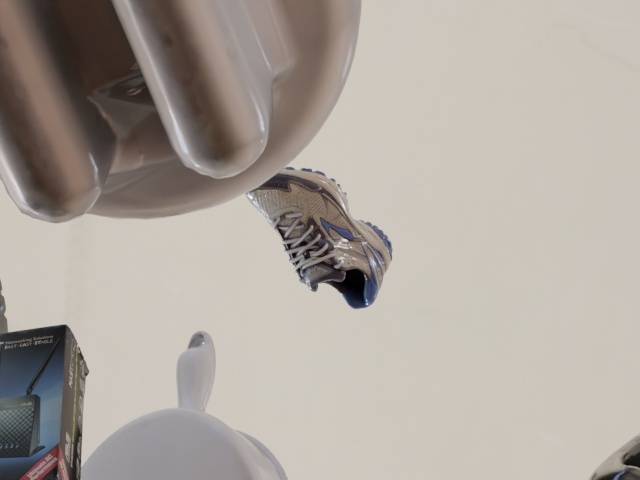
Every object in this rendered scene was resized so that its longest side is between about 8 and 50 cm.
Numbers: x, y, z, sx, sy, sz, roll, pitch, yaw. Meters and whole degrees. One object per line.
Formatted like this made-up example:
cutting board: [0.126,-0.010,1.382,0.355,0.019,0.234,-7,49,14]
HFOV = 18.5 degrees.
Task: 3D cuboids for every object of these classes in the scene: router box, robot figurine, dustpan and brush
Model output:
router box: [-0.171,0.092,0.906,0.122,0.092,0.038,-9,-44,5]
robot figurine: [-0.079,-0.144,0.896,0.300,0.353,0.199,-11,-62,10]
dustpan and brush: [-0.077,0.119,1.039,0.147,0.211,0.060,-20,-44,19]

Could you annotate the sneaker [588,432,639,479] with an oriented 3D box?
sneaker: [0.061,0.100,0.401,0.232,0.081,0.090,-47,-20,-56]

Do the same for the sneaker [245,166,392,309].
sneaker: [0.000,0.000,1.287,0.135,0.052,0.058,37,-132,-36]

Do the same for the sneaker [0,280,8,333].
sneaker: [-0.251,0.079,1.145,0.125,0.341,0.140,-32,-15,18]
